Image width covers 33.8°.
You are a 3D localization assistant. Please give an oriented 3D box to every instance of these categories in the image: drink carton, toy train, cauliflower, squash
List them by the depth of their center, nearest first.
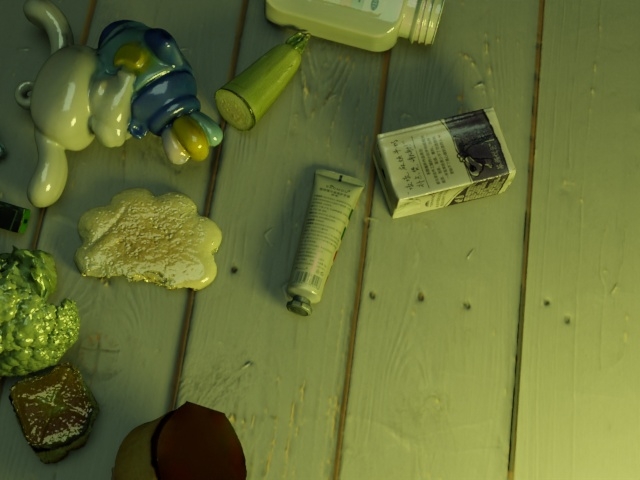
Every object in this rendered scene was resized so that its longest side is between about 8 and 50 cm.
[{"bbox_3d":[-0.529,0.093,1.695,0.275,0.272,0.250,57,31,-10],"label":"cauliflower"},{"bbox_3d":[-0.606,-0.061,1.813,0.209,0.042,0.044,16,91,3],"label":"toy train"},{"bbox_3d":[0.214,-0.136,1.863,0.222,0.102,0.134,-14,73,-9],"label":"drink carton"},{"bbox_3d":[-0.090,-0.304,1.909,0.094,0.094,0.224,37,66,9],"label":"squash"}]

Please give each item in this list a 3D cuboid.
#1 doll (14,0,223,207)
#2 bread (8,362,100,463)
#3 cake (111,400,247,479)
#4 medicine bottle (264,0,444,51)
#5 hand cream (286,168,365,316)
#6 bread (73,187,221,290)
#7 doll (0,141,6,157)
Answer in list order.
[{"bbox_3d":[-0.353,-0.258,1.844,0.365,0.187,0.376,-5,93,4],"label":"doll"},{"bbox_3d":[-0.421,0.274,1.689,0.127,0.069,0.140,-26,70,-13],"label":"bread"},{"bbox_3d":[-0.237,0.364,1.629,0.185,0.178,0.208,51,42,-19],"label":"cake"},{"bbox_3d":[0.067,-0.455,1.959,0.324,0.124,0.179,17,72,1],"label":"medicine bottle"},{"bbox_3d":[0.000,0.000,1.827,0.095,0.059,0.276,16,65,4],"label":"hand cream"},{"bbox_3d":[-0.296,-0.008,1.816,0.250,0.039,0.182,8,70,0],"label":"bread"},{"bbox_3d":[-0.648,-0.163,1.842,0.179,0.075,0.120,-29,113,7],"label":"doll"}]
